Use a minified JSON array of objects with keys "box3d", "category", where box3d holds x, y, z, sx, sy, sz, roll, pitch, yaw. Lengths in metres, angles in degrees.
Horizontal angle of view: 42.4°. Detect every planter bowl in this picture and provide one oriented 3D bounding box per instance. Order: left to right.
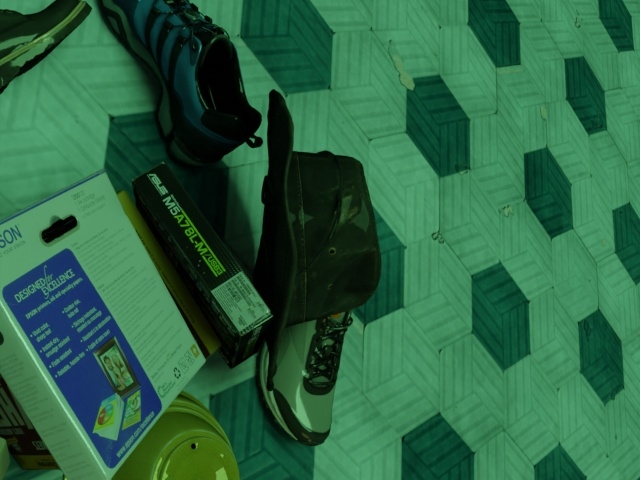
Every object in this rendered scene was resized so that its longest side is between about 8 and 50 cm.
[{"box3d":[-0.153,0.261,0.878,0.217,0.090,0.217,14,70,-43],"category":"planter bowl"}]

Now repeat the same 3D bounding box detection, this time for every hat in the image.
[{"box3d":[0.000,0.000,0.926,0.134,0.331,0.331,0,77,-10],"category":"hat"}]

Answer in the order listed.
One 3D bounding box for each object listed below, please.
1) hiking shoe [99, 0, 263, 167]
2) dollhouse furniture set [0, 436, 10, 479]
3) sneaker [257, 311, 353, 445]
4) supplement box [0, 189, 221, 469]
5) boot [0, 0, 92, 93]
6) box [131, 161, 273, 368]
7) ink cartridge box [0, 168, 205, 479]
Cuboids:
[{"box3d":[-0.158,-0.242,0.978,0.113,0.132,0.304,-34,103,-44],"category":"hiking shoe"},{"box3d":[-0.353,0.148,0.624,0.287,0.198,0.303,14,44,-8],"category":"dollhouse furniture set"},{"box3d":[-0.011,0.121,1.045,0.100,0.108,0.271,11,73,-46],"category":"sneaker"},{"box3d":[-0.242,0.088,0.807,0.194,0.129,0.191,-44,110,-43],"category":"supplement box"},{"box3d":[-0.341,-0.233,0.841,0.137,0.077,0.198,49,48,-17],"category":"boot"},{"box3d":[-0.126,0.034,0.863,0.045,0.184,0.190,-33,79,-15],"category":"box"},{"box3d":[-0.191,0.062,0.685,0.208,0.045,0.206,65,20,-11],"category":"ink cartridge box"}]
